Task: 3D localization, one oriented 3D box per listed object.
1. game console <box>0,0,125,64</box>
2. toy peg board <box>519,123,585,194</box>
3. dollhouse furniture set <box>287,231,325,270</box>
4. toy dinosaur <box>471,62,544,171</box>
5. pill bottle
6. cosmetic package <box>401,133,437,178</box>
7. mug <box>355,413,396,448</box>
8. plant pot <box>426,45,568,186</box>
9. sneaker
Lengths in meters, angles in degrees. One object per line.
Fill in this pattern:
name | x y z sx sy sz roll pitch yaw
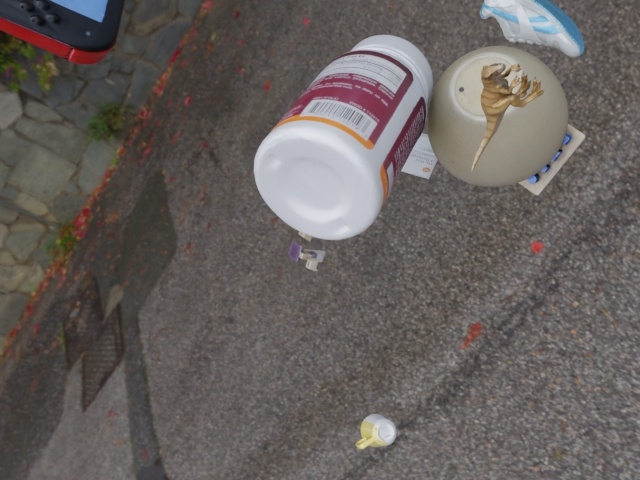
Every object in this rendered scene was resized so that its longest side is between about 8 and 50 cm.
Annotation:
game console | -0.508 -0.500 1.024 0.060 0.342 0.386 -37 44 40
toy peg board | 0.449 -0.203 1.277 0.161 0.079 0.161 40 118 16
dollhouse furniture set | 0.000 0.000 1.280 0.091 0.081 0.114 31 108 49
toy dinosaur | 0.271 -0.208 0.901 0.112 0.211 0.064 -21 56 2
pill bottle | 0.062 -0.204 1.069 0.224 0.224 0.392 -21 27 42
cosmetic package | 0.169 -0.230 1.453 0.099 0.239 0.060 102 -175 -60
mug | 0.112 0.370 1.122 0.078 0.062 0.064 -63 5 -18
plant pot | 0.335 -0.266 1.163 0.284 0.191 0.284 -4 78 21
sneaker | 0.440 -0.446 1.222 0.087 0.229 0.092 -48 -6 -48
